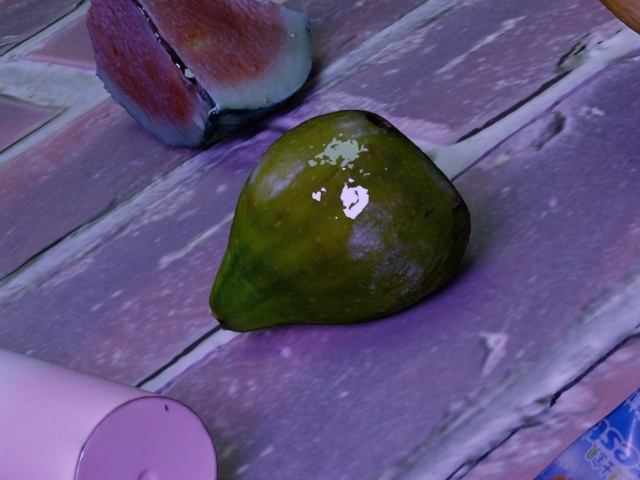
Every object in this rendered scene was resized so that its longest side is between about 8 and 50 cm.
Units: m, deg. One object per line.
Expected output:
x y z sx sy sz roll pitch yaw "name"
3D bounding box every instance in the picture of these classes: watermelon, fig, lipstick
-0.117 -0.132 1.476 0.136 0.202 0.207 -59 13 18 "watermelon"
0.000 0.000 1.130 0.156 0.123 0.123 -40 24 4 "fig"
-0.186 0.102 1.110 0.087 0.087 0.327 -38 27 -29 "lipstick"

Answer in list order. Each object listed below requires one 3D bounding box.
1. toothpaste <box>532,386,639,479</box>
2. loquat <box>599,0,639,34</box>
0.113 0.113 0.796 0.266 0.061 0.096 -43 32 1 "toothpaste"
0.301 -0.230 1.117 0.328 0.328 0.359 -34 69 -21 "loquat"
